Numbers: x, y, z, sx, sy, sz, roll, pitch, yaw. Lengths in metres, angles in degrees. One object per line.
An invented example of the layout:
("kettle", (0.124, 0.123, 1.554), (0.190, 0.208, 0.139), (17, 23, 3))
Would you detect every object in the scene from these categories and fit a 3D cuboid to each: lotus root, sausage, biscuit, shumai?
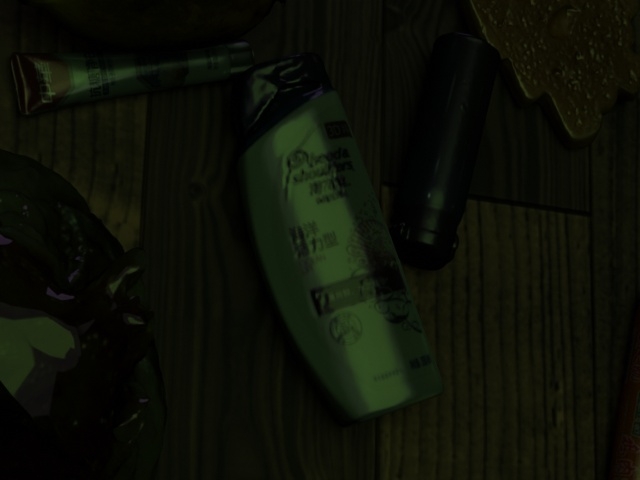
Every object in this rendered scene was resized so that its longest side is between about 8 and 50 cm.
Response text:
("lotus root", (-0.155, -0.250, 1.450), (0.314, 0.169, 0.141), (-10, 117, -25))
("sausage", (0.334, 0.197, 1.597), (0.053, 0.053, 0.348), (20, 70, -17))
("biscuit", (0.250, -0.222, 1.680), (0.238, 0.041, 0.212), (25, 74, -15))
("shumai", (-0.259, 0.085, 1.234), (0.324, 0.323, 0.398), (-14, 83, -23))

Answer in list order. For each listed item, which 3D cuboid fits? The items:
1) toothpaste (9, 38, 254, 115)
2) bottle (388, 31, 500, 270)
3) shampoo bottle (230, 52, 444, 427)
("toothpaste", (-0.180, -0.164, 1.488), (0.239, 0.039, 0.062), (-10, 87, -22))
("bottle", (0.127, -0.090, 1.576), (0.082, 0.072, 0.244), (29, 66, -32))
("shampoo bottle", (0.000, 0.000, 1.497), (0.134, 0.078, 0.360), (-18, 84, -20))
